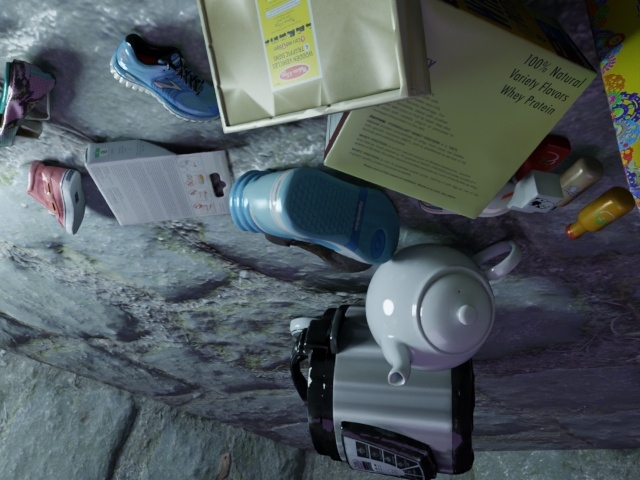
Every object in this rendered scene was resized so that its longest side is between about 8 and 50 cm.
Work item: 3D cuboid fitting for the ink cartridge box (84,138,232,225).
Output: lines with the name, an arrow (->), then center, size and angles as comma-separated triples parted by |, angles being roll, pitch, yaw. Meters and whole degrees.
ink cartridge box -> -0.272, -0.106, 0.901 | 0.225, 0.056, 0.181 | -9, 148, -6

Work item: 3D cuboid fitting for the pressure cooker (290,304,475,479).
pressure cooker -> 0.139, 0.332, 1.176 | 0.421, 0.369, 0.375 | 1, 179, 15

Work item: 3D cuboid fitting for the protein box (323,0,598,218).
protein box -> 0.134, -0.164, 0.560 | 0.200, 0.136, 0.201 | 18, 132, -13

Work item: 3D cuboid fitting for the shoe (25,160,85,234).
shoe -> -0.508, -0.082, 0.974 | 0.081, 0.063, 0.178 | 17, 142, -9

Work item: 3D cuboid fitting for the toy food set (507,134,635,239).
toy food set -> 0.301, -0.076, 0.715 | 0.232, 0.111, 0.104 | 8, 150, -13

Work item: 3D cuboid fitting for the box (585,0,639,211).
box -> 0.408, -0.102, 0.492 | 0.177, 0.279, 0.290 | -17, 139, 36

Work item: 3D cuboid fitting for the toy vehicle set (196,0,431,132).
toy vehicle set -> -0.023, -0.205, 0.502 | 0.267, 0.035, 0.165 | 3, 108, 45

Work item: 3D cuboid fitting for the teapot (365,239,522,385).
teapot -> 0.218, 0.117, 0.899 | 0.253, 0.255, 0.187 | 6, 175, -17

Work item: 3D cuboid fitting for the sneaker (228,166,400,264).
sneaker -> -0.015, -0.046, 0.866 | 0.208, 0.127, 0.319 | 9, 170, 41

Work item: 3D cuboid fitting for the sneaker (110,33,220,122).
sneaker -> -0.195, -0.216, 0.675 | 0.162, 0.063, 0.073 | 23, 142, -21

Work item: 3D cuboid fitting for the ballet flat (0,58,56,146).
ballet flat -> -0.462, -0.196, 0.778 | 0.079, 0.076, 0.222 | 11, 154, -41

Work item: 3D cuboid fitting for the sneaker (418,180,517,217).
sneaker -> 0.230, -0.078, 0.785 | 0.161, 0.057, 0.075 | 1, 153, 18

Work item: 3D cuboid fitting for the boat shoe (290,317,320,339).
boat shoe -> 0.039, 0.319, 1.407 | 0.121, 0.119, 0.335 | -18, 139, 37

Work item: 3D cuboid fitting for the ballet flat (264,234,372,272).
ballet flat -> 0.000, 0.000, 0.983 | 0.250, 0.058, 0.084 | 20, 125, -26
